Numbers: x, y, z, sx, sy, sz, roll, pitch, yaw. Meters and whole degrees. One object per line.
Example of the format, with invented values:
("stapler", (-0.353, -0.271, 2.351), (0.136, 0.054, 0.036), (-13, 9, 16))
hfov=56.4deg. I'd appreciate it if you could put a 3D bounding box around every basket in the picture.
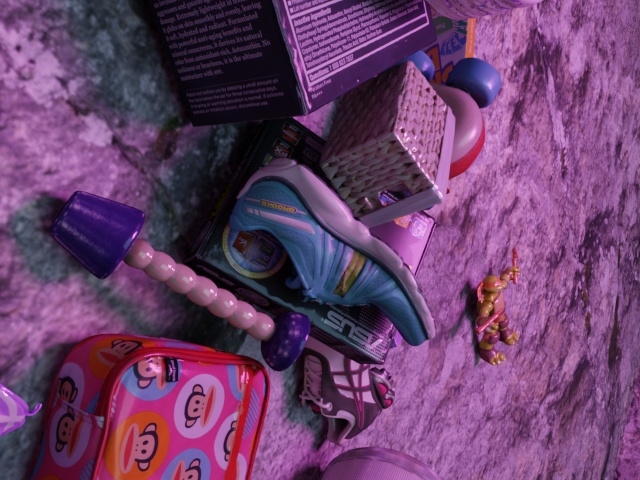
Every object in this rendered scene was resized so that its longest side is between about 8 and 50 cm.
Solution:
("basket", (0.080, -0.115, 0.695), (0.103, 0.113, 0.167), (48, 39, -30))

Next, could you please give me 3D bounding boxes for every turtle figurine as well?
("turtle figurine", (0.361, 0.156, 1.257), (0.269, 0.087, 0.217), (-53, 139, -44))

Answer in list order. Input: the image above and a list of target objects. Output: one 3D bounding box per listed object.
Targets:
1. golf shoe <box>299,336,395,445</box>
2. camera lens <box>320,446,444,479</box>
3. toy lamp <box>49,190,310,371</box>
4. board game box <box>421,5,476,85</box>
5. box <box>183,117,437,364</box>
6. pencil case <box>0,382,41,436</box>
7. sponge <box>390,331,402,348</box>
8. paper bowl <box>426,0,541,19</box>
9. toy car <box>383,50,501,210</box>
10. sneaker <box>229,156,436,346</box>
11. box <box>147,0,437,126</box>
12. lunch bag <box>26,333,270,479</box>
("golf shoe", (0.019, 0.183, 0.843), (0.120, 0.105, 0.272), (-47, 126, -25))
("camera lens", (0.063, 0.437, 0.792), (0.274, 0.220, 0.219), (-49, 130, -53))
("toy lamp", (-0.135, 0.043, 0.605), (0.275, 0.080, 0.080), (33, 67, -22))
("board game box", (0.189, -0.297, 0.975), (0.039, 0.124, 0.259), (-3, 95, -49))
("box", (0.000, 0.000, 0.746), (0.270, 0.060, 0.216), (33, 66, -19))
("pencil case", (-0.319, 0.183, 0.445), (0.088, 0.086, 0.206), (39, 60, -6))
("sponge", (0.110, 0.078, 0.916), (0.117, 0.031, 0.210), (71, 21, -5))
("paper bowl", (0.143, -0.378, 0.618), (0.284, 0.148, 0.284), (-5, 96, -52))
("toy car", (0.159, -0.129, 0.916), (0.219, 0.210, 0.238), (-59, 147, -13))
("sneaker", (0.017, 0.030, 0.675), (0.275, 0.107, 0.110), (42, 83, -10))
("box", (-0.037, -0.317, 0.657), (0.296, 0.183, 0.293), (-40, 123, -43))
("lunch bag", (-0.165, 0.251, 0.623), (0.258, 0.120, 0.293), (22, 78, -53))
